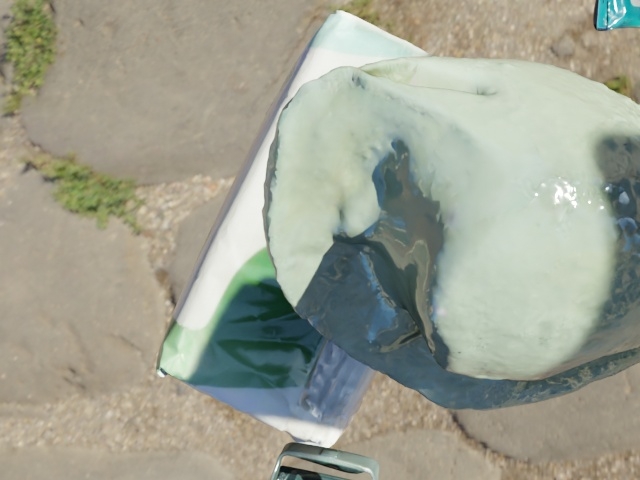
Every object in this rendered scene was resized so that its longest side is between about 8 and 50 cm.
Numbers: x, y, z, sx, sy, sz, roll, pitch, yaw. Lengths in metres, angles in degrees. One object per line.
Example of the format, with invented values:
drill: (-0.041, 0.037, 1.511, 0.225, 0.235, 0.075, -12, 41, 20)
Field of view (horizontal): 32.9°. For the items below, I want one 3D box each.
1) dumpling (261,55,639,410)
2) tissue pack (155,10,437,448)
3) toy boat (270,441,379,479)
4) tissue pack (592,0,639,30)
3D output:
dumpling: (0.078, 0.009, 0.421, 0.219, 0.108, 0.153, 18, 97, -15)
tissue pack: (-0.001, -0.001, 1.025, 0.194, 0.266, 0.356, 26, 85, -1)
toy boat: (-0.019, 0.205, 0.612, 0.093, 0.246, 0.103, 10, 115, 15)
tissue pack: (0.296, -0.228, 0.986, 0.028, 0.138, 0.085, 7, 97, 50)
